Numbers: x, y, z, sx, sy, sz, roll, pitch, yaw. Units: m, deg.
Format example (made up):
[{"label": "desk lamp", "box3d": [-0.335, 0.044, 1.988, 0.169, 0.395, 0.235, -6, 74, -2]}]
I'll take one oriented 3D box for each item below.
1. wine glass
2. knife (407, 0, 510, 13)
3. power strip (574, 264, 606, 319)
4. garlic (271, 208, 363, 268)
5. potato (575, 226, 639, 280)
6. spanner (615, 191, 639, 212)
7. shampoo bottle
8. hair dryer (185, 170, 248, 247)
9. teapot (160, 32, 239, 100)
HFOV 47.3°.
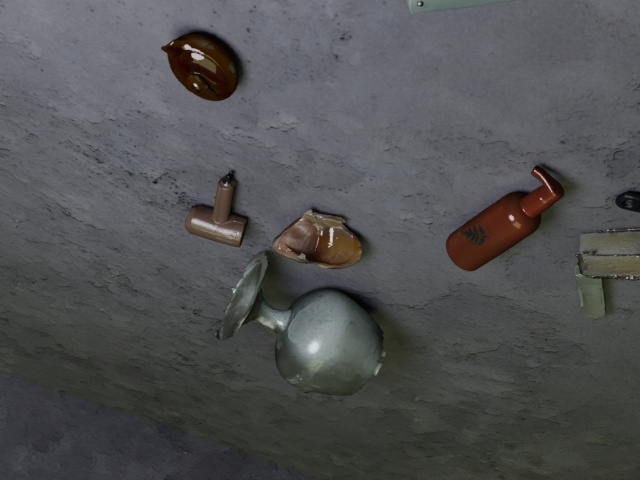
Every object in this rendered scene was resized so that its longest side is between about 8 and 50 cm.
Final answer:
[{"label": "wine glass", "box3d": [-0.036, 0.189, 1.552, 0.323, 0.237, 0.238, 27, 143, -19]}, {"label": "knife", "box3d": [0.191, -0.321, 0.938, 0.162, 0.023, 0.044, -2, 144, 20]}, {"label": "power strip", "box3d": [0.517, 0.094, 1.397, 0.048, 0.030, 0.191, -3, 142, 24]}, {"label": "garlic", "box3d": [-0.004, 0.011, 1.408, 0.175, 0.099, 0.124, 16, 160, -5]}, {"label": "potato", "box3d": [0.512, 0.024, 1.278, 0.122, 0.061, 0.086, -1, 143, 23]}, {"label": "spanner", "box3d": [0.636, -0.027, 1.200, 0.316, 0.024, 0.087, 14, 150, -1]}, {"label": "shampoo bottle", "box3d": [0.316, -0.032, 1.250, 0.086, 0.085, 0.244, 25, 141, -16]}, {"label": "hair dryer", "box3d": [-0.191, -0.068, 1.397, 0.117, 0.064, 0.181, 17, 137, -2]}, {"label": "teapot", "box3d": [-0.183, -0.257, 1.104, 0.098, 0.078, 0.129, -15, 136, 34]}]
